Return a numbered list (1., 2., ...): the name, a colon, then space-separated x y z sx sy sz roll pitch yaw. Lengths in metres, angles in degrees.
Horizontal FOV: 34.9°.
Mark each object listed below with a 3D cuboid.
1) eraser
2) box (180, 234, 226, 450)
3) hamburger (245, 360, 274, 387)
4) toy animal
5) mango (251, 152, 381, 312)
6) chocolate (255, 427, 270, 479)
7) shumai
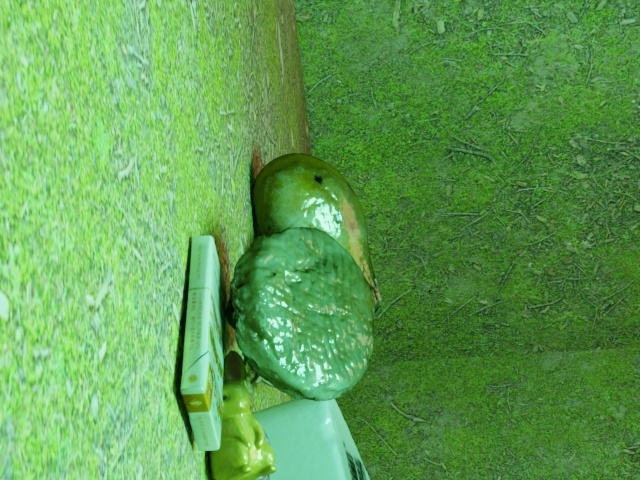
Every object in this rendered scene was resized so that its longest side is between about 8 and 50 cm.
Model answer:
1. eraser: -0.007 0.381 1.486 0.331 0.150 0.331 -20 90 -82
2. box: -0.131 0.113 1.161 0.122 0.032 0.220 85 3 -46
3. hamburger: -0.025 0.127 1.655 0.243 0.146 0.286 69 31 -42
4. toy animal: -0.110 0.214 1.236 0.070 0.083 0.159 11 61 -49
5. mango: -0.007 -0.001 1.836 0.175 0.177 0.329 -41 119 -51
6. chocolate: -0.093 0.310 1.290 0.072 0.072 0.166 -13 97 -87
7. shumai: -0.060 0.116 1.314 0.222 0.204 0.272 61 29 3
